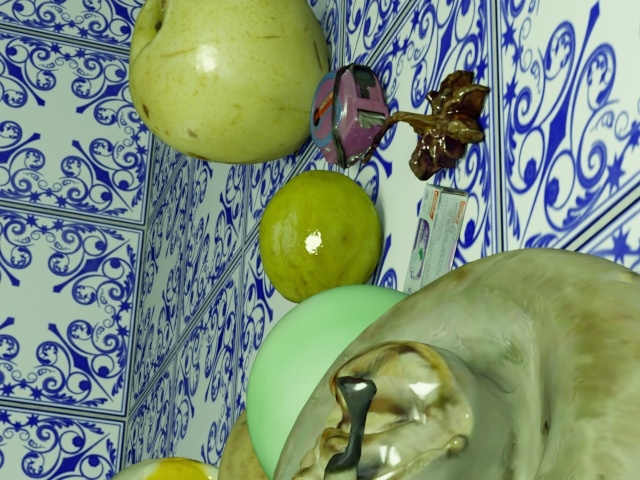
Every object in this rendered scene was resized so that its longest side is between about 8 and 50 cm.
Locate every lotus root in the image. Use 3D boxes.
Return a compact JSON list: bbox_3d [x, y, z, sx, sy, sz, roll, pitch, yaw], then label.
[{"bbox_3d":[-0.054,0.292,1.684,0.257,0.140,0.154,-83,-24,-47],"label":"lotus root"}]

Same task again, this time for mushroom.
[{"bbox_3d":[0.092,0.158,0.899,0.362,0.294,0.362,-36,35,31],"label":"mushroom"}]

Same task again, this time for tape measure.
[{"bbox_3d":[0.037,-0.157,1.753,0.118,0.074,0.125,130,142,-50],"label":"tape measure"}]

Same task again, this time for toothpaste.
[{"bbox_3d":[0.112,0.040,1.432,0.047,0.040,0.196,-153,73,-69],"label":"toothpaste"}]

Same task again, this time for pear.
[{"bbox_3d":[-0.131,-0.259,2.024,0.309,0.309,0.309,-170,90,-74],"label":"pear"},{"bbox_3d":[0.000,0.000,1.655,0.149,0.148,0.162,149,125,-69],"label":"pear"}]

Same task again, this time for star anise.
[{"bbox_3d":[0.110,-0.116,1.465,0.190,0.070,0.097,-38,54,49],"label":"star anise"}]

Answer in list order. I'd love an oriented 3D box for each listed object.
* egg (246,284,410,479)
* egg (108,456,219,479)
[{"bbox_3d":[0.041,0.151,1.283,0.270,0.220,0.220,-91,15,-73],"label":"egg"},{"bbox_3d":[-0.185,0.457,1.773,0.283,0.283,0.345,135,138,-64],"label":"egg"}]
